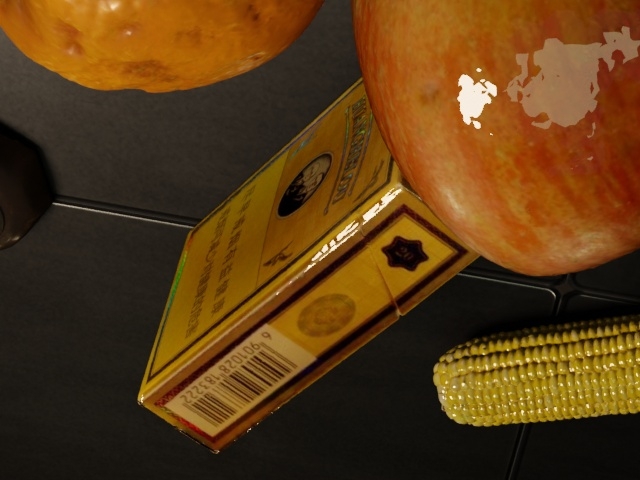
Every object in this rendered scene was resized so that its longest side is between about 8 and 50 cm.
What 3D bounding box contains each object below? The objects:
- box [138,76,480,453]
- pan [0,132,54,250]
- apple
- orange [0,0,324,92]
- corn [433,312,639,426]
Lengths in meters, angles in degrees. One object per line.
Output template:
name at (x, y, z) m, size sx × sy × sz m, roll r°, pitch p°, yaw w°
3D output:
box at (0.000, 0.000, 1.199) m, size 0.084 × 0.193 × 0.301 m, roll 35°, pitch 128°, yaw -20°
pan at (-0.322, -0.035, 1.326) m, size 0.202 × 0.048 × 0.128 m, roll -2°, pitch 132°, yaw 13°
apple at (0.145, -0.149, 0.974) m, size 0.301 × 0.301 × 0.301 m, roll 5°, pitch 132°, yaw 6°
orange at (-0.106, -0.217, 0.989) m, size 0.261 × 0.261 × 0.261 m, roll 5°, pitch 132°, yaw 6°
corn at (0.216, 0.103, 1.327) m, size 0.248 × 0.081 × 0.081 m, roll -9°, pitch 129°, yaw 17°
